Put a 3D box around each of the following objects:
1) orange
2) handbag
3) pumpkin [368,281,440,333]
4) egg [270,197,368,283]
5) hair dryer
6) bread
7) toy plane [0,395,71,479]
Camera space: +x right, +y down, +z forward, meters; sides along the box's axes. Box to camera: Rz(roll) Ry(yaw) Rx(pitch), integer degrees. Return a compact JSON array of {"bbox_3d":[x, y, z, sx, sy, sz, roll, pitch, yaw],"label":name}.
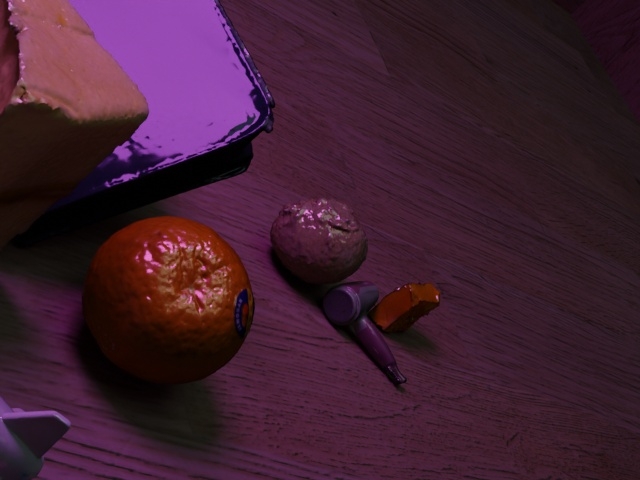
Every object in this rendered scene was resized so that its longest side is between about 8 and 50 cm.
[{"bbox_3d":[-0.157,0.062,1.378,0.178,0.155,0.177,5,82,-36],"label":"orange"},{"bbox_3d":[-0.254,-0.175,1.459,0.329,0.122,0.303,-22,74,-21],"label":"handbag"},{"bbox_3d":[0.117,0.088,1.859,0.074,0.083,0.054,9,49,-57],"label":"pumpkin"},{"bbox_3d":[0.000,0.000,1.762,0.140,0.116,0.118,26,-2,-29],"label":"egg"},{"bbox_3d":[0.068,0.126,1.785,0.154,0.054,0.106,63,24,9],"label":"hair dryer"},{"bbox_3d":[-0.351,-0.131,1.242,0.236,0.263,0.198,55,22,10],"label":"bread"},{"bbox_3d":[-0.332,0.119,1.090,0.252,0.118,0.252,34,27,-20],"label":"toy plane"}]
